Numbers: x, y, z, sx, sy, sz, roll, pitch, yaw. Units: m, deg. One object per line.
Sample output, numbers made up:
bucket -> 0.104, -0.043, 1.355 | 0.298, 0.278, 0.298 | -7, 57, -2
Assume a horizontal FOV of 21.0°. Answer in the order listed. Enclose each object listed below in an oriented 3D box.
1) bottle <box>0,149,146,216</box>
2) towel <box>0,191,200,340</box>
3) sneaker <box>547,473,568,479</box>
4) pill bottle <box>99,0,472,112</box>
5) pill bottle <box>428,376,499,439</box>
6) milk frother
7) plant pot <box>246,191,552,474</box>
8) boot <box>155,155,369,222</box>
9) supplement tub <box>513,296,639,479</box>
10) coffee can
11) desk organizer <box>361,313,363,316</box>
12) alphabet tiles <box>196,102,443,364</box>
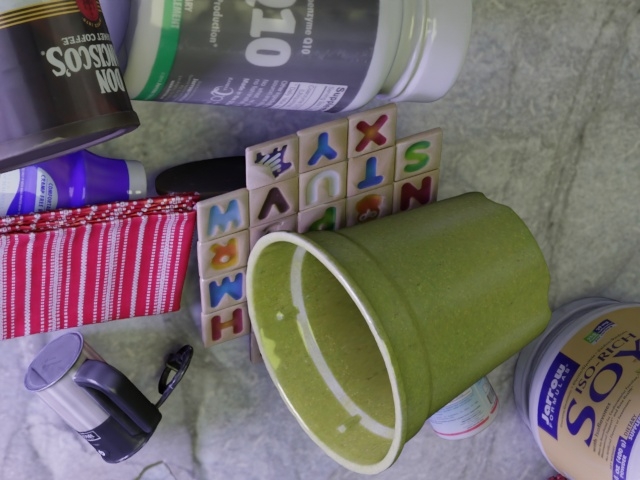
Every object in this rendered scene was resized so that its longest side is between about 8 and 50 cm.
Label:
bottle -> -0.323, -0.056, 1.788 | 0.283, 0.092, 0.118 | 2, 110, -23
towel -> -0.267, 0.036, 1.820 | 0.275, 0.031, 0.199 | -9, 143, -21
sneaker -> 0.359, 0.341, 2.198 | 0.225, 0.088, 0.092 | -14, 112, -18
pill bottle -> -0.041, -0.237, 1.788 | 0.361, 0.204, 0.204 | 1, 105, -23
pill bottle -> 0.144, 0.153, 2.050 | 0.087, 0.087, 0.160 | -33, 115, -10
milk frother -> -0.225, 0.146, 1.898 | 0.135, 0.129, 0.143 | 49, 41, -29
plant pot -> 0.100, 0.074, 1.856 | 0.254, 0.276, 0.276 | -24, 114, -27
boot -> -0.039, -0.030, 1.914 | 0.305, 0.112, 0.115 | 0, 116, -25
supplement tub -> 0.394, 0.211, 2.035 | 0.241, 0.331, 0.241 | -7, 108, -21
coffee can -> -0.308, -0.211, 1.642 | 0.201, 0.201, 0.275 | -18, 92, -17
desk organizer -> 0.043, 0.132, 2.009 | 0.050, 0.047, 0.130 | 12, 114, -22
alphabet tiles -> 0.000, 0.000, 1.899 | 0.285, 0.011, 0.342 | -18, 140, -18
